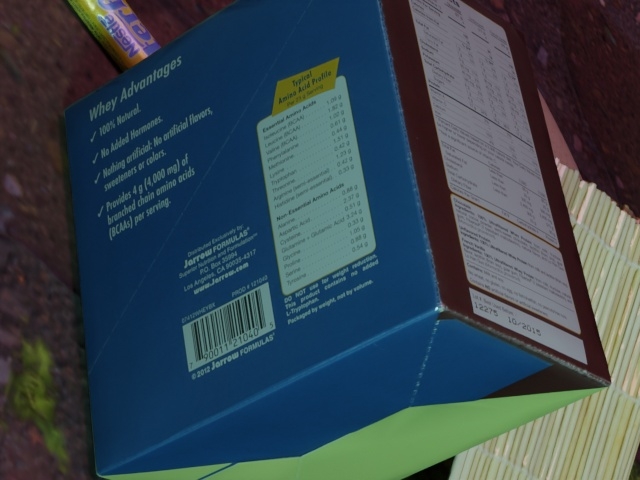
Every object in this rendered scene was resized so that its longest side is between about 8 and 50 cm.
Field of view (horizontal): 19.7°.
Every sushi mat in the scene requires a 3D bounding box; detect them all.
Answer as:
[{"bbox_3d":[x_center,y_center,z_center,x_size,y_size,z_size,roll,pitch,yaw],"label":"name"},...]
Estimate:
[{"bbox_3d":[0.119,0.126,0.974,0.151,0.019,0.316,28,76,-41],"label":"sushi mat"}]

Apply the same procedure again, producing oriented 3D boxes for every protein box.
[{"bbox_3d":[0.000,0.000,0.872,0.136,0.200,0.201,26,46,-46],"label":"protein box"}]

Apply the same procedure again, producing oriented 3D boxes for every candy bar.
[{"bbox_3d":[-0.112,-0.121,0.983,0.161,0.018,0.040,53,32,-14],"label":"candy bar"}]

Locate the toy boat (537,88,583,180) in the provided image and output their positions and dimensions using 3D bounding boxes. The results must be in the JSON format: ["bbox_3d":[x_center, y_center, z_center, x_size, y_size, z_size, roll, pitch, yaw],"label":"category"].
[{"bbox_3d":[0.117,0.010,1.126,0.318,0.148,0.267,19,45,-40],"label":"toy boat"}]
